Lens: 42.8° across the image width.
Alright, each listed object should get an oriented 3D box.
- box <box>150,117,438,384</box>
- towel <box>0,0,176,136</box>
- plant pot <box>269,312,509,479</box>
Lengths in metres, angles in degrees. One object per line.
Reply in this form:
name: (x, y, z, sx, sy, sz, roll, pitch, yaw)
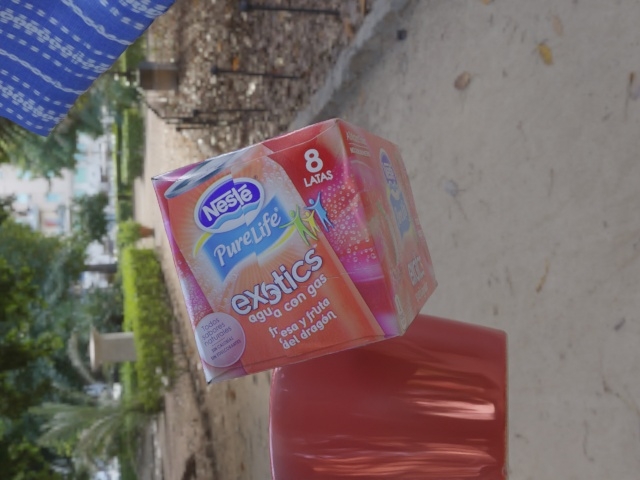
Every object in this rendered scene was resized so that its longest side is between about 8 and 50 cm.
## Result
box: (0.000, 0.000, 0.673, 0.300, 0.142, 0.154, -11, -95, -77)
towel: (-0.166, -0.136, 0.317, 0.336, 0.243, 0.040, -19, 58, 52)
plant pot: (0.091, 0.197, 0.933, 0.275, 0.243, 0.275, 0, -90, -77)
